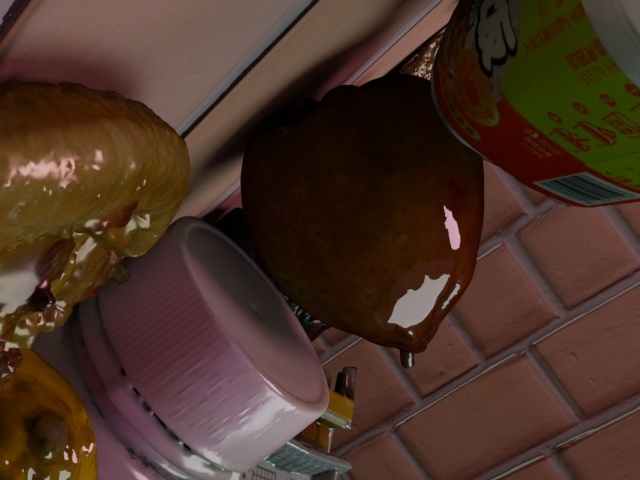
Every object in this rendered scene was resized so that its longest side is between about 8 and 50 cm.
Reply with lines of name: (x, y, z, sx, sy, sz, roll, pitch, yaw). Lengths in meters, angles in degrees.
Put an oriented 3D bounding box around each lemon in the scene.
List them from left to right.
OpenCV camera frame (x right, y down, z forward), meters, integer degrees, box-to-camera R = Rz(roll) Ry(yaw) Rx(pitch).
lemon: (-0.241, 0.151, 0.658, 0.260, 0.204, 0.204, -26, -177, 34)

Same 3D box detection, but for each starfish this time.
starfish: (0.082, -0.152, 1.126, 0.227, 0.043, 0.240, -37, 180, 17)

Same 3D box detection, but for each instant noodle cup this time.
instant noodle cup: (0.231, -0.152, 0.724, 0.294, 0.294, 0.308, -35, -175, -18)

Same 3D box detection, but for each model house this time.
model house: (-0.092, 0.212, 1.114, 0.198, 0.215, 0.224, -7, 154, 29)

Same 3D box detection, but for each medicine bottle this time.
medicine bottle: (-0.168, 0.144, 0.901, 0.302, 0.241, 0.241, -37, 177, 12)

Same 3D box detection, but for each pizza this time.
pizza: (-0.137, -0.008, 0.504, 0.258, 0.087, 0.268, -38, 176, -38)

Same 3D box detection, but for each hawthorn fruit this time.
hawthorn fruit: (0.047, -0.008, 0.904, 0.208, 0.248, 0.208, -21, -173, 3)

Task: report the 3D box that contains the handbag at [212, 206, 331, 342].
handbag: (-0.068, 0.055, 1.218, 0.215, 0.169, 0.155, -34, -137, 53)
